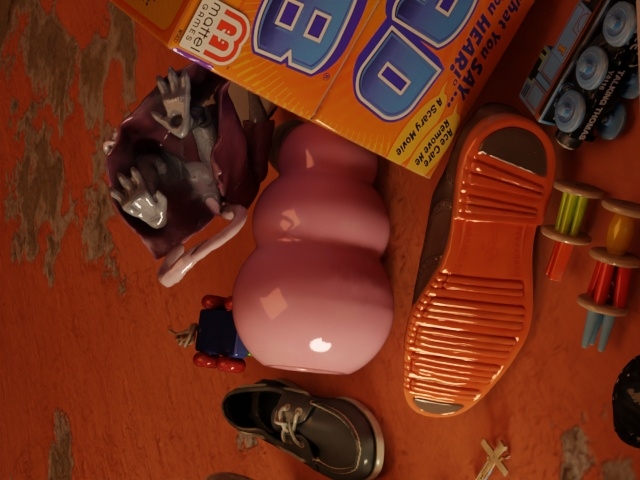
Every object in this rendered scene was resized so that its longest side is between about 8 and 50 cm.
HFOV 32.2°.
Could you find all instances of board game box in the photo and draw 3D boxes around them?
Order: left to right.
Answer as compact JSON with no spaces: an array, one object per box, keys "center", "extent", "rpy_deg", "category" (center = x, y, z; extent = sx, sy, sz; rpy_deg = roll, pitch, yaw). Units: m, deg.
[{"center":[-0.005,-0.342,1.203],"extent":[0.357,0.356,0.356],"rpy_deg":[-60,38,10],"category":"board game box"}]

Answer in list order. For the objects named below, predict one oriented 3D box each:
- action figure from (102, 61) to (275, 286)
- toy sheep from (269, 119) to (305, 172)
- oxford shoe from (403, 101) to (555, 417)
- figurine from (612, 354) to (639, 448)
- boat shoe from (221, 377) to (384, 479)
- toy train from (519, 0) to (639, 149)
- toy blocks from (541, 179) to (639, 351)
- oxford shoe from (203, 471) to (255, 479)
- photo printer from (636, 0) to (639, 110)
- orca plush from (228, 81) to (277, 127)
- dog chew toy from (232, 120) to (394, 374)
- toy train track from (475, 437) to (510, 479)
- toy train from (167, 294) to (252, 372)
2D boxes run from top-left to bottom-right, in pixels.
[{"center":[-0.130,-0.095,1.454],"extent":[0.248,0.370,0.276],"rpy_deg":[-34,78,5],"category":"action figure"},{"center":[-0.034,-0.127,1.570],"extent":[0.132,0.091,0.091],"rpy_deg":[5,92,63],"category":"toy sheep"},{"center":[0.169,0.024,1.235],"extent":[0.133,0.129,0.364],"rpy_deg":[-102,26,-68],"category":"oxford shoe"},{"center":[0.341,0.231,0.955],"extent":[0.209,0.092,0.215],"rpy_deg":[26,111,51],"category":"figurine"},{"center":[-0.031,0.260,1.520],"extent":[0.319,0.099,0.116],"rpy_deg":[13,99,57],"category":"boat shoe"},{"center":[0.274,-0.181,1.094],"extent":[0.184,0.080,0.105],"rpy_deg":[-65,33,31],"category":"toy train"},{"center":[0.265,0.025,1.112],"extent":[0.123,0.054,0.148],"rpy_deg":[31,114,53],"category":"toy blocks"},{"center":[-0.005,0.411,1.413],"extent":[0.449,0.169,0.130],"rpy_deg":[34,119,45],"category":"oxford shoe"},{"center":[0.377,-0.093,0.894],"extent":[0.256,0.107,0.308],"rpy_deg":[-8,82,58],"category":"photo printer"},{"center":[-0.097,-0.292,1.668],"extent":[0.102,0.151,0.287],"rpy_deg":[100,165,-83],"category":"orca plush"},{"center":[0.000,0.000,1.413],"extent":[0.206,0.206,0.332],"rpy_deg":[-8,73,57],"category":"dog chew toy"},{"center":[0.193,0.254,1.249],"extent":[0.048,0.014,0.083],"rpy_deg":[55,138,35],"category":"toy train track"},{"center":[-0.116,0.141,1.636],"extent":[0.248,0.143,0.105],"rpy_deg":[-4,77,63],"category":"toy train"}]
